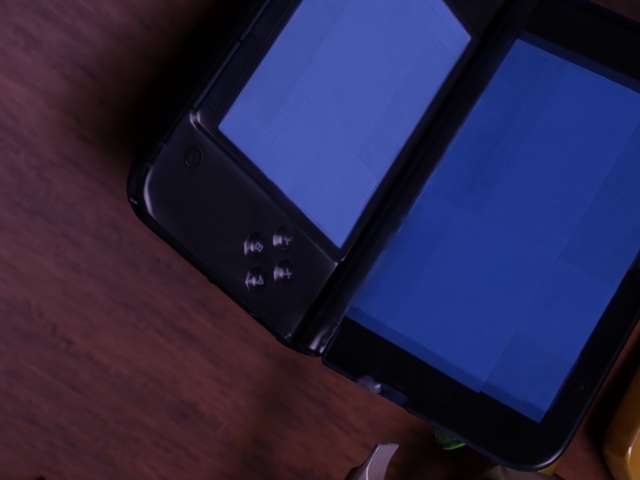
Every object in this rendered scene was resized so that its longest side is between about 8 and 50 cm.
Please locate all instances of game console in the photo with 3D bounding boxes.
[{"bbox_3d":[0.080,-0.061,0.812,0.250,0.173,0.293,44,71,-39],"label":"game console"}]

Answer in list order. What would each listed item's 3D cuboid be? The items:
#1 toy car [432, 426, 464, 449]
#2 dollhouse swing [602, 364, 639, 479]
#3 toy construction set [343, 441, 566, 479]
[{"bbox_3d":[0.145,0.050,0.899,0.225,0.239,0.053,-37,93,-33],"label":"toy car"},{"bbox_3d":[0.329,0.108,0.936,0.305,0.347,0.315,30,87,-38],"label":"dollhouse swing"},{"bbox_3d":[0.151,0.196,0.942,0.309,0.257,0.237,21,107,-31],"label":"toy construction set"}]
